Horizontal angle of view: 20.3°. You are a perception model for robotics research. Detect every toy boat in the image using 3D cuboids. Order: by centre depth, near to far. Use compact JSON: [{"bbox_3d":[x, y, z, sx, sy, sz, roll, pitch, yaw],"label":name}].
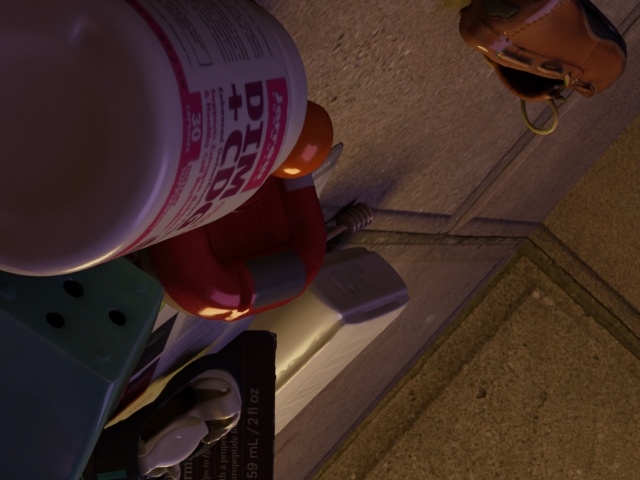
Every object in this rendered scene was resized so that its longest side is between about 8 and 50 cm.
[{"bbox_3d":[-0.051,-0.066,1.228,0.151,0.231,0.151,-17,-179,-43],"label":"toy boat"}]

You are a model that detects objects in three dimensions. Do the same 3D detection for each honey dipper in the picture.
[{"bbox_3d":[0.000,0.000,2.061,0.161,0.030,0.030,-32,161,-40],"label":"honey dipper"}]

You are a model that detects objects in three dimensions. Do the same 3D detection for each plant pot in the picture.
[{"bbox_3d":[-0.214,0.098,1.163,0.234,0.166,0.165,-50,-169,36],"label":"plant pot"}]

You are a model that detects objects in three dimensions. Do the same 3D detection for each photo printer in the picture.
[{"bbox_3d":[-0.055,0.148,2.114,0.307,0.107,0.256,-46,169,20],"label":"photo printer"}]

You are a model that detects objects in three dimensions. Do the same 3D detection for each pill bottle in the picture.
[{"bbox_3d":[-0.110,-0.078,1.032,0.160,0.160,0.283,-51,173,17],"label":"pill bottle"}]

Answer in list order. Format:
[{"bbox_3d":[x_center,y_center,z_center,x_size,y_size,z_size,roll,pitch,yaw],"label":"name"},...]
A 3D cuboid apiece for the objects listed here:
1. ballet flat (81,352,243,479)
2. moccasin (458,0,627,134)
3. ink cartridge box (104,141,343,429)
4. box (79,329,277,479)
[{"bbox_3d":[-0.107,0.147,1.431,0.203,0.074,0.074,-33,161,-49],"label":"ballet flat"},{"bbox_3d":[0.239,-0.209,1.940,0.147,0.139,0.380,-48,167,10],"label":"moccasin"},{"bbox_3d":[-0.153,0.032,1.416,0.309,0.130,0.272,-39,166,-42],"label":"ink cartridge box"},{"bbox_3d":[-0.142,0.183,1.647,0.167,0.203,0.168,95,-5,-70],"label":"box"}]
